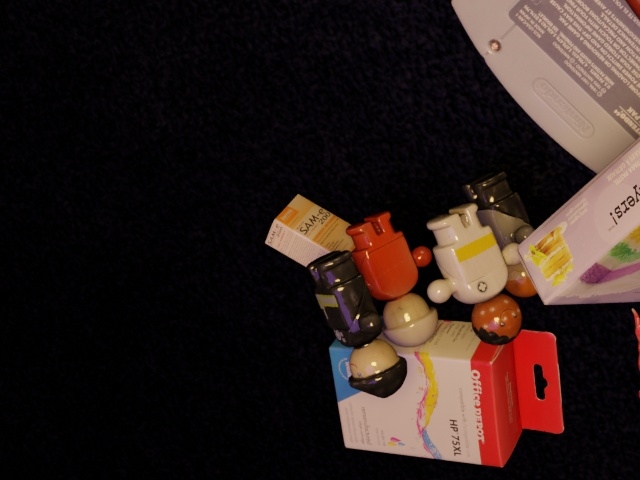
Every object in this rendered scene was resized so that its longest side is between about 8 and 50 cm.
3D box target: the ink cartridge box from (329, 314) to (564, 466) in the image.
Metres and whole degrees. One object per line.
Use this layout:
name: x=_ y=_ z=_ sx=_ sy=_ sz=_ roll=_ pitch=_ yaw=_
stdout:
ink cartridge box: x=0.135 y=0.160 z=1.624 sx=0.231 sy=0.078 sz=0.134 roll=3 pitch=119 yaw=25

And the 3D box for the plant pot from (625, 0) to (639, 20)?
plant pot: x=0.396 y=-0.208 z=1.127 sx=0.267 sy=0.236 sz=0.267 roll=20 pitch=128 yaw=-14

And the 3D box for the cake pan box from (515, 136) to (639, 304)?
cake pan box: x=0.339 y=-0.036 z=1.313 sx=0.246 sy=0.266 sz=0.070 roll=-43 pitch=59 yaw=38

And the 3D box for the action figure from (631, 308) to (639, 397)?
action figure: x=0.393 y=0.154 z=1.496 sx=0.091 sy=0.139 sz=0.280 roll=-25 pitch=127 yaw=32

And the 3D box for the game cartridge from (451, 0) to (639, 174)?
game cartridge: x=0.270 y=-0.168 z=1.383 sx=0.294 sy=0.060 sz=0.196 roll=44 pitch=124 yaw=-2

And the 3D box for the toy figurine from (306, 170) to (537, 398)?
toy figurine: x=0.113 y=0.043 z=1.480 sx=0.209 sy=0.213 sz=0.148 roll=-20 pitch=99 yaw=21

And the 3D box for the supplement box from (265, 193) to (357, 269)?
supplement box: x=0.000 y=0.000 z=1.609 sx=0.098 sy=0.062 sz=0.036 roll=30 pitch=128 yaw=8
